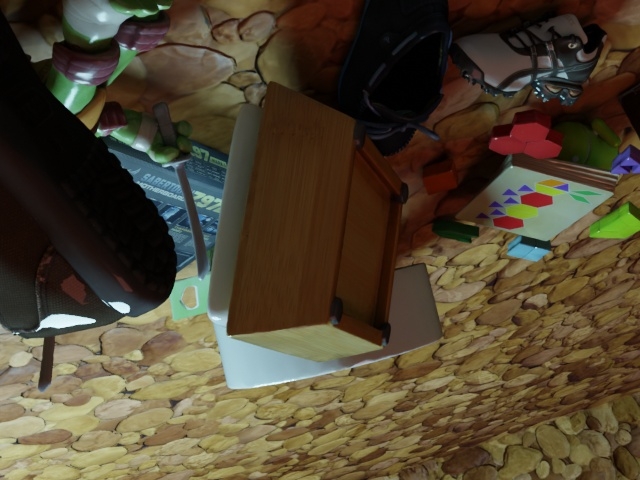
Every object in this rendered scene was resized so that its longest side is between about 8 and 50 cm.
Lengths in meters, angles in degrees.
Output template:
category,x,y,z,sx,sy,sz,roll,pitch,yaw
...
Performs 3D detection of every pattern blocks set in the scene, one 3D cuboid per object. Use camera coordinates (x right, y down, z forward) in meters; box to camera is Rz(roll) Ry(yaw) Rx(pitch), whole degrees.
category,x,y,z,sx,sy,sz,roll,pitch,yaw
pattern blocks set,0.264,-0.054,1.211,0.285,0.026,0.325,17,156,-19

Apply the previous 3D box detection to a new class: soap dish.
category,x,y,z,sx,sy,sz,roll,pitch,yaw
soap dish,0.000,0.000,0.977,0.118,0.229,0.291,6,170,17

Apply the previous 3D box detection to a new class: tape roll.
category,x,y,z,sx,sy,sz,roll,pitch,yaw
tape roll,0.009,0.107,1.259,0.286,0.100,0.286,-14,178,-1

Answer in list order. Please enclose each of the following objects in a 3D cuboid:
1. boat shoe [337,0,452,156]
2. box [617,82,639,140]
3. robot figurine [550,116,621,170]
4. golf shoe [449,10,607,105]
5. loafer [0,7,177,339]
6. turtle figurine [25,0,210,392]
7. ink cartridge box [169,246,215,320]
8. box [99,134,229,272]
category,x,y,z,sx,sy,sz,roll,pitch,yaw
boat shoe,0.067,-0.146,0.942,0.109,0.089,0.258,-16,154,-6
box,0.554,-0.128,1.253,0.191,0.143,0.381,-34,149,26
robot figurine,0.316,-0.109,1.205,0.115,0.067,0.101,6,143,-39
golf shoe,0.206,-0.193,0.979,0.198,0.077,0.094,-4,140,-41
loafer,-0.244,-0.078,0.596,0.130,0.366,0.134,-34,-172,15
turtle figurine,-0.149,-0.082,0.764,0.198,0.274,0.266,-7,141,-43
ink cartridge box,-0.086,0.026,1.198,0.209,0.062,0.109,-13,154,-12
box,-0.196,-0.037,1.008,0.183,0.059,0.233,-34,149,28
